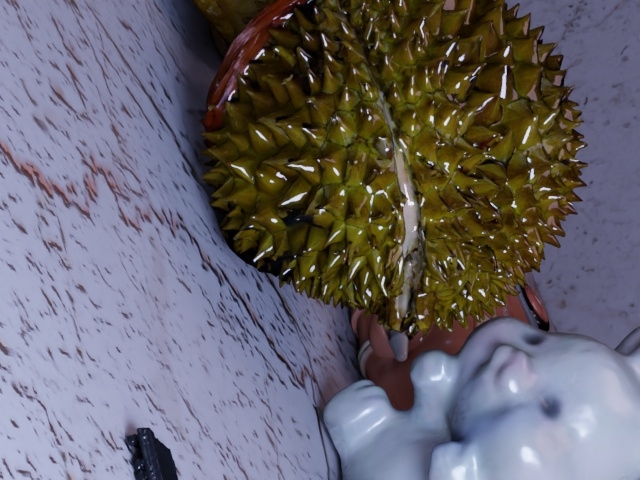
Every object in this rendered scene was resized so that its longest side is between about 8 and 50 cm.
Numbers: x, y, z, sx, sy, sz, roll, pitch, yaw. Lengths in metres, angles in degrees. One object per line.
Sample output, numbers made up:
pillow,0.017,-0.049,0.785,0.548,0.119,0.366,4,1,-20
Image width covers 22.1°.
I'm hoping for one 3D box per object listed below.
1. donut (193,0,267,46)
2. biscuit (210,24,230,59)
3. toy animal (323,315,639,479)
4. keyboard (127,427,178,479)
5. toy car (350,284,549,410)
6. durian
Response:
donut,-0.088,-0.330,1.663,0.330,0.160,0.330,48,23,-28
biscuit,-0.092,-0.195,1.705,0.091,0.015,0.078,55,19,-39
toy animal,0.192,0.185,1.429,0.241,0.367,0.196,42,25,-36
keyboard,-0.084,0.212,1.022,0.060,0.018,0.196,57,14,-63
toy car,0.126,0.103,1.731,0.212,0.180,0.270,47,22,-30
durian,0.061,-0.086,1.436,0.347,0.347,0.384,49,26,-52
